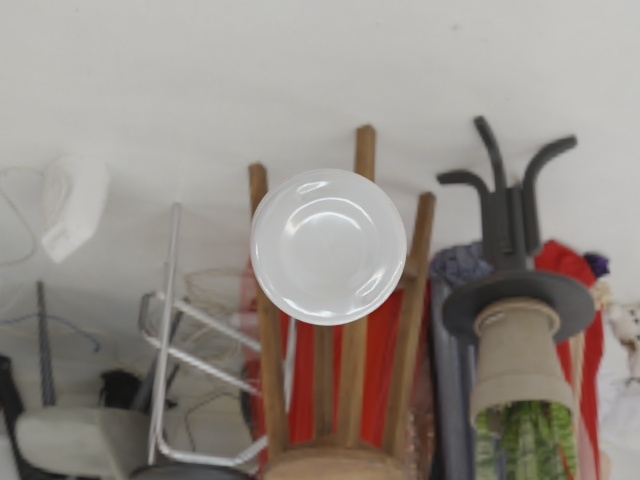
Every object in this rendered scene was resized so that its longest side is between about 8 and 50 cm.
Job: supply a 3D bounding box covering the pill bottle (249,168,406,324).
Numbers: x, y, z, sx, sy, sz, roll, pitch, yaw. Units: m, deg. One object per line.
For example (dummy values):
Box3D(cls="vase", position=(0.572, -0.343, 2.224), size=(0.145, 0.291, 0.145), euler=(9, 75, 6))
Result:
Box3D(cls="pill bottle", position=(0.000, 0.000, 0.856), size=(0.124, 0.124, 0.221), euler=(5, -177, -3))
